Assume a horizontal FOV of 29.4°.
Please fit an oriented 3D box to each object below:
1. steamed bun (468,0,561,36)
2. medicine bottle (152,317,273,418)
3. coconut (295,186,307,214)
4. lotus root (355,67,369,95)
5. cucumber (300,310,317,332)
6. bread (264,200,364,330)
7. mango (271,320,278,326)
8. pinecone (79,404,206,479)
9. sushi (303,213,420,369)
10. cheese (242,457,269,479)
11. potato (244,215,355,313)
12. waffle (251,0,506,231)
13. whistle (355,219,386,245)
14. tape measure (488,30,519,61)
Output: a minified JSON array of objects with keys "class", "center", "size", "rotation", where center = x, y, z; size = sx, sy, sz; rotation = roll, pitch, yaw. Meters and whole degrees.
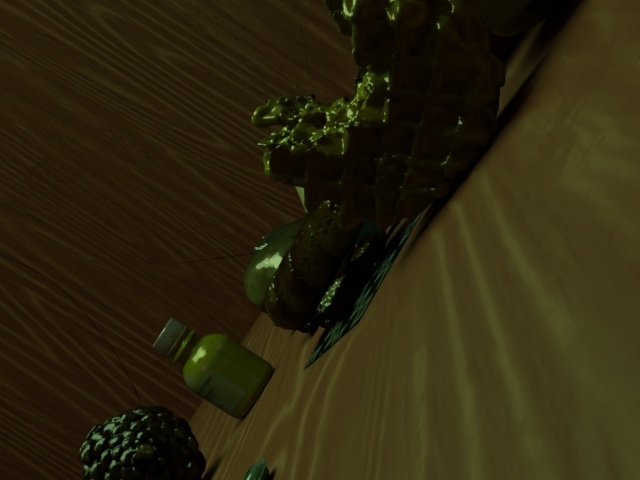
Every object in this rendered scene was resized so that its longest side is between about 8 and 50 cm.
[{"class":"steamed bun","center":[0.198,-0.426,1.543],"size":[0.374,0.334,0.334],"rotation":[-46,-4,-34]},{"class":"medicine bottle","center":[-0.205,0.228,2.264],"size":[0.122,0.212,0.122],"rotation":[-57,3,4]},{"class":"coconut","center":[0.033,-0.082,2.355],"size":[0.147,0.152,0.147],"rotation":[-26,-6,-3]},{"class":"lotus root","center":[0.181,-0.387,2.320],"size":[0.375,0.111,0.390],"rotation":[-51,-22,-29]},{"class":"cucumber","center":[-0.024,0.138,2.039],"size":[0.135,0.033,0.034],"rotation":[-71,-22,-79]},{"class":"bread","center":[0.002,0.001,1.751],"size":[0.124,0.084,0.344],"rotation":[-69,5,-46]},{"class":"mango","center":[-0.038,0.085,2.414],"size":[0.122,0.085,0.191],"rotation":[-42,22,38]},{"class":"pinecone","center":[-0.319,0.410,2.186],"size":[0.224,0.224,0.272],"rotation":[-58,-1,-21]},{"class":"sushi","center":[0.038,0.063,1.702],"size":[0.192,0.043,0.279],"rotation":[-58,3,-25]},{"class":"cheese","center":[-0.085,0.296,1.407],"size":[0.067,0.026,0.120],"rotation":[-56,4,32]},{"class":"potato","center":[-0.028,0.032,2.095],"size":[0.192,0.141,0.296],"rotation":[-30,4,23]},{"class":"waffle","center":[0.074,-0.166,1.463],"size":[0.324,0.261,0.151],"rotation":[-58,9,42]},{"class":"whistle","center":[0.111,-0.098,1.836],"size":[0.274,0.093,0.186],"rotation":[-54,3,2]},{"class":"tape measure","center":[0.193,-0.353,1.794],"size":[0.114,0.253,0.260],"rotation":[20,98,64]}]
